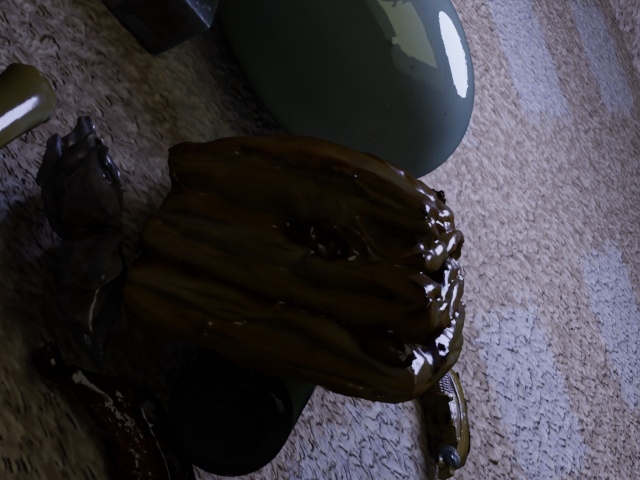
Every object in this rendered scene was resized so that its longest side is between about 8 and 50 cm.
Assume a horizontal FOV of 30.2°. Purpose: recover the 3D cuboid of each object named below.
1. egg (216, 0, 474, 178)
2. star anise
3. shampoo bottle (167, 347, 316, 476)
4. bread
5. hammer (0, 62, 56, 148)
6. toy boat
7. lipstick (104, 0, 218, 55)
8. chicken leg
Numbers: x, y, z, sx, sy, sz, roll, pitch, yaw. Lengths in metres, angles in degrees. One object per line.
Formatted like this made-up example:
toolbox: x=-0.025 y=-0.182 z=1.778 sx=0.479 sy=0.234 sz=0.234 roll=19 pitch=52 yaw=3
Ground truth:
egg: x=0.020 y=-0.229 z=1.269 sx=0.371 sy=0.230 sz=0.230 roll=55 pitch=32 yaw=-8
star anise: x=-0.181 y=0.003 z=0.915 sx=0.195 sy=0.065 sz=0.183 roll=-135 pitch=-139 yaw=-70
shampoo bottle: x=-0.051 y=0.113 z=1.058 sx=0.284 sy=0.101 sz=0.101 roll=-50 pitch=117 yaw=-75
bread: x=0.000 y=0.000 z=0.991 sx=0.324 sy=0.277 sz=0.167 roll=-39 pitch=145 yaw=-73
hammer: x=-0.270 y=-0.063 z=0.834 sx=0.202 sy=0.113 sz=0.305 roll=62 pitch=26 yaw=-19
toy boat: x=0.145 y=0.212 z=1.399 sx=0.049 sy=0.047 sz=0.149 roll=23 pitch=50 yaw=-35
lipstick: x=-0.233 y=-0.329 z=1.069 sx=0.371 sy=0.076 sz=0.080 roll=46 pitch=38 yaw=-35
chicken leg: x=-0.148 y=0.162 z=0.946 sx=0.219 sy=0.048 sz=0.089 roll=63 pitch=28 yaw=-12
